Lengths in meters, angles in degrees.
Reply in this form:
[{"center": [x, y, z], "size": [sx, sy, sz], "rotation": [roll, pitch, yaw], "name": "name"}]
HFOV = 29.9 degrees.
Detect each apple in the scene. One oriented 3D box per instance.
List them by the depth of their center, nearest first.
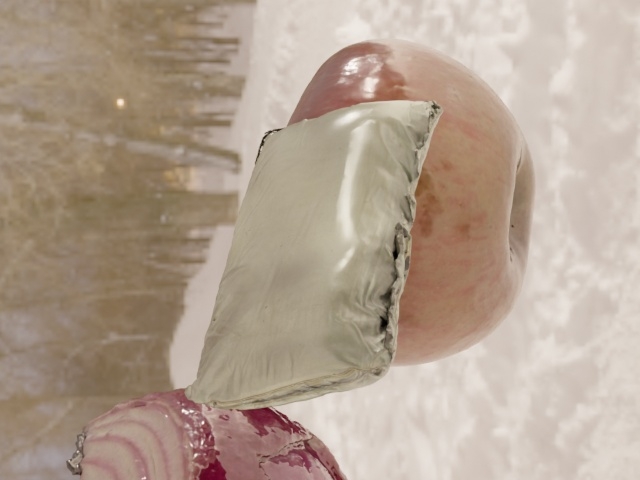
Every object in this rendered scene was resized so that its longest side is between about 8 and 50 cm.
[{"center": [0.088, -0.036, 1.209], "size": [0.345, 0.269, 0.344], "rotation": [20, -90, -82], "name": "apple"}]

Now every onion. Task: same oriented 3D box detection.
[{"center": [-0.046, 0.187, 0.874], "size": [0.111, 0.248, 0.250], "rotation": [-64, 29, 25], "name": "onion"}]

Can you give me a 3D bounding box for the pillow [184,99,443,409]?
[{"center": [0.000, 0.000, 0.713], "size": [0.229, 0.128, 0.051], "rotation": [-76, -33, -40], "name": "pillow"}]
